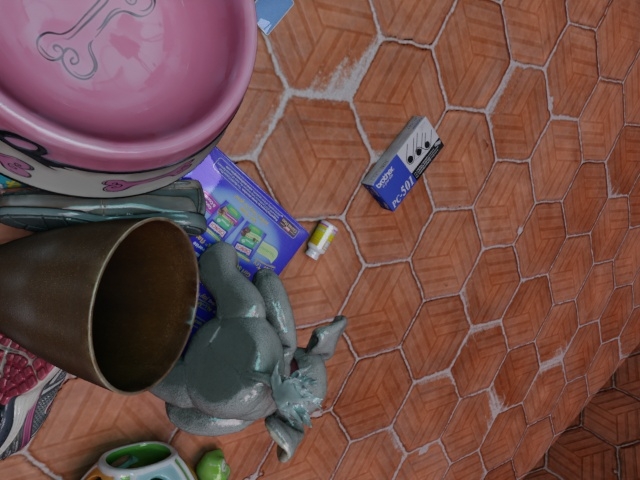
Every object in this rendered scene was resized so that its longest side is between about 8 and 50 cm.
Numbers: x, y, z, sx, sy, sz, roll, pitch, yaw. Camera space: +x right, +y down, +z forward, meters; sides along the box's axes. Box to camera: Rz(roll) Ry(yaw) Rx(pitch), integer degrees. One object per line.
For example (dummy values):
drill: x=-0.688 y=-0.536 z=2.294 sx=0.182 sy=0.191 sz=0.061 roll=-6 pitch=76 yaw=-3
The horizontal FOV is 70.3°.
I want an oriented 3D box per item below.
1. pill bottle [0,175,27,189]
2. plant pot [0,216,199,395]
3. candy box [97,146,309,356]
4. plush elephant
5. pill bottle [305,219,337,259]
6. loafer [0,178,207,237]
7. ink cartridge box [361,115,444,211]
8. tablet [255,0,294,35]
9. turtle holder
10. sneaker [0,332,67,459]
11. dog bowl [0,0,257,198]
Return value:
pill bottle: x=-0.447 y=-0.137 z=0.591 sx=0.263 sy=0.146 sz=0.147 roll=-10 pitch=110 yaw=-29
plant pot: x=-0.313 y=0.069 z=0.586 sx=0.215 sy=0.230 sz=0.216 roll=5 pitch=90 yaw=-76
candy box: x=-0.220 y=0.025 z=0.805 sx=0.317 sy=0.122 sz=0.268 roll=-53 pitch=126 yaw=-9
plush elephant: x=-0.093 y=0.200 z=0.731 sx=0.272 sy=0.329 sz=0.255 roll=-58 pitch=149 yaw=-12
pill bottle: x=0.000 y=0.000 z=0.986 sx=0.043 sy=0.043 sz=0.083 roll=34 pitch=86 yaw=-36
loafer: x=-0.298 y=-0.053 z=0.643 sx=0.267 sy=0.096 sz=0.084 roll=3 pitch=73 yaw=-20
ink cartridge box: x=0.193 y=-0.178 z=1.053 sx=0.207 sy=0.046 sz=0.097 roll=-52 pitch=124 yaw=-8
tablet: x=-0.089 y=-0.419 z=0.817 sx=0.054 sy=0.006 sz=0.083 roll=42 pitch=82 yaw=-35
turtle holder: x=-0.305 y=0.504 z=0.835 sx=0.319 sy=0.243 sz=0.228 roll=4 pitch=86 yaw=-25
sneaker: x=-0.461 y=0.214 z=0.721 sx=0.299 sy=0.120 sz=0.112 roll=-54 pitch=162 yaw=1
dog bowl: x=-0.252 y=-0.255 z=0.522 sx=0.407 sy=0.150 sz=0.409 roll=-1 pitch=91 yaw=-34
